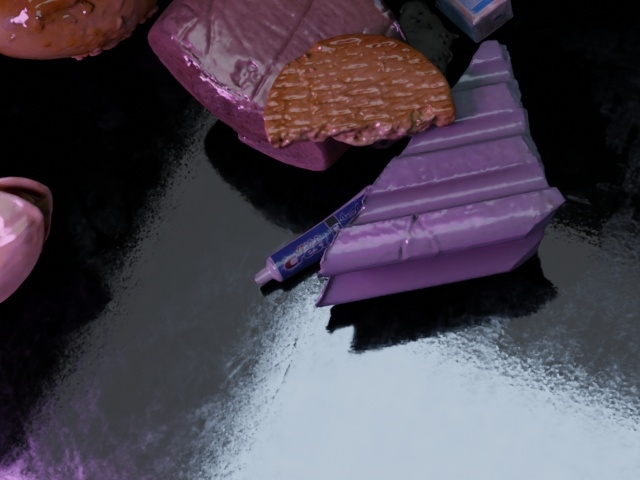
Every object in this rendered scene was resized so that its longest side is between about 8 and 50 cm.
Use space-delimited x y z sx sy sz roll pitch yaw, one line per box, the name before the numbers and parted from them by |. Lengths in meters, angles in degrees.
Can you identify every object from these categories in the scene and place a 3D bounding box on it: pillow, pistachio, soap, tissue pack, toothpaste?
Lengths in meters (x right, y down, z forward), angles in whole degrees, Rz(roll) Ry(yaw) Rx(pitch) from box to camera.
pillow | 0.130 -0.224 1.553 0.093 0.051 0.241 8 65 13
pistachio | -0.439 0.004 1.478 0.229 0.157 0.157 -31 63 15
soap | 0.116 -0.078 1.419 0.302 0.159 0.258 -11 67 -1
tissue pack | 0.209 -0.327 1.582 0.074 0.059 0.094 -36 64 -6
toothpaste | 0.000 0.000 1.481 0.197 0.035 0.057 -32 83 -8

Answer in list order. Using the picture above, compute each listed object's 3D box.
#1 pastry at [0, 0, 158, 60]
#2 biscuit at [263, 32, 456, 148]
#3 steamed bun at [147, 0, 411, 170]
pastry | -0.355 -0.367 1.628 0.315 0.184 0.284 -30 57 -4
biscuit | 0.039 -0.178 1.369 0.224 0.033 0.145 -10 67 -4
steamed bun | -0.049 -0.233 1.507 0.301 0.199 0.251 36 71 6
